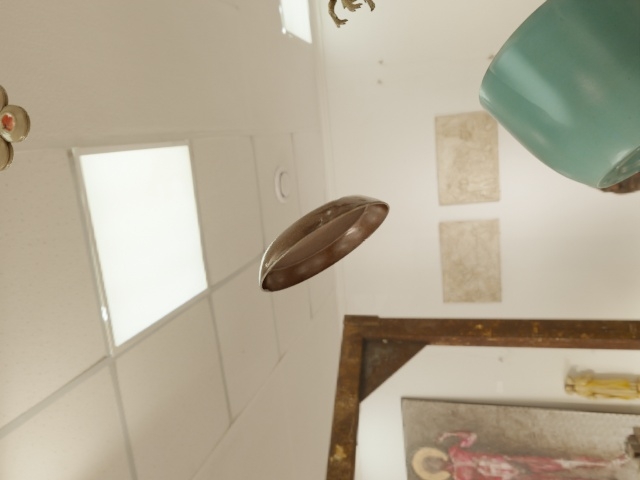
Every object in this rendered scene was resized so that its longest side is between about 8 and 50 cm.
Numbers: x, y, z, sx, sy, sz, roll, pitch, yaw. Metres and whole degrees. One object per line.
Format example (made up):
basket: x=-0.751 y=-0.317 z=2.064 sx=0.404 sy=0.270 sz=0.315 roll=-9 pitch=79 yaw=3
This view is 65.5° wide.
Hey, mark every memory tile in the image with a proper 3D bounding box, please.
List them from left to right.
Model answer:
memory tile: x=-0.365 y=-0.125 z=0.510 sx=0.148 sy=0.113 sz=0.012 roll=44 pitch=-164 yaw=10

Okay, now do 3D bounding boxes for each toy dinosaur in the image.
toy dinosaur: x=0.016 y=-0.327 z=0.634 sx=0.183 sy=0.053 sz=0.092 roll=-31 pitch=-85 yaw=-47

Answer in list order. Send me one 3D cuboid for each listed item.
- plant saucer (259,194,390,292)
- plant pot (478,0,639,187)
plant saucer: x=0.000 y=0.000 z=0.552 sx=0.029 sy=0.168 sz=0.168 roll=57 pitch=-170 yaw=15
plant pot: x=0.442 y=-0.226 z=0.779 sx=0.235 sy=0.293 sz=0.293 roll=61 pitch=-173 yaw=21
